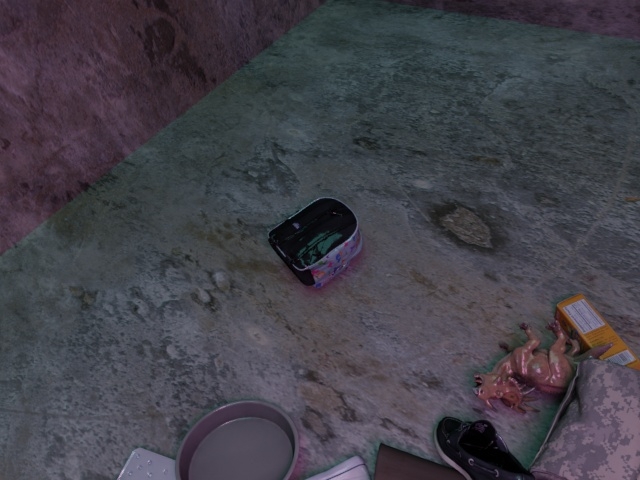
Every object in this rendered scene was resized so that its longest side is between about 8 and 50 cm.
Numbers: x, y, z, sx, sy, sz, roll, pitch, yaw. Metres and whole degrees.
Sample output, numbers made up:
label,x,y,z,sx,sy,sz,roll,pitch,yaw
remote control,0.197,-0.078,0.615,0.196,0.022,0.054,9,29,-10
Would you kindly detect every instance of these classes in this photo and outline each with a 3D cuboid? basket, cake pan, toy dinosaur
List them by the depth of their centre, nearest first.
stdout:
label,x,y,z,sx,sy,sz,roll,pitch,yaw
basket,0.224,0.538,1.023,0.226,0.154,0.204,3,63,14
toy dinosaur,0.503,0.302,1.135,0.295,0.127,0.200,-7,49,23
cake pan,-0.192,0.512,1.185,0.293,0.054,0.293,-5,34,4

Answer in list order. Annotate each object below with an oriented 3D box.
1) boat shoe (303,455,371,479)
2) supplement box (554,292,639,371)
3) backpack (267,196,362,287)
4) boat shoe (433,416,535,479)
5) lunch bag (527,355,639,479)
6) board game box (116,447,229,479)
label,x,y,z,sx,sy,sz,roll,pitch,yaw
boat shoe,0.008,0.563,1.107,0.226,0.083,0.076,-28,47,-9
supplement box,0.658,0.243,1.188,0.080,0.078,0.233,-22,47,1
backpack,0.000,0.000,1.516,0.253,0.191,0.225,-40,53,-8
boat shoe,0.322,0.421,1.002,0.127,0.113,0.340,9,7,-3
lunch bag,0.560,0.388,0.928,0.256,0.213,0.305,25,60,32
board game box,-0.355,0.713,1.114,0.389,0.050,0.390,8,53,22
